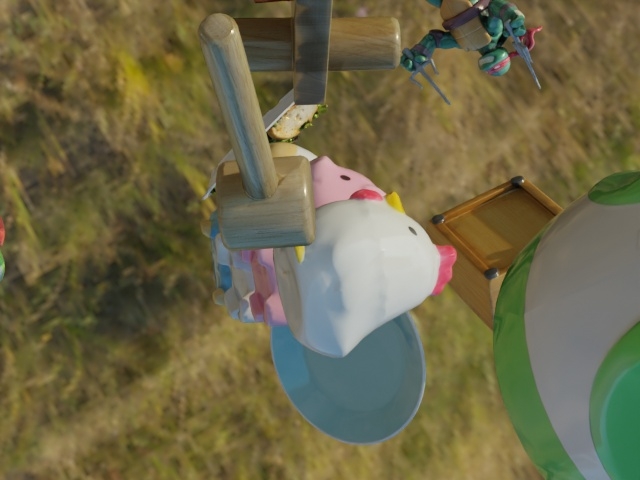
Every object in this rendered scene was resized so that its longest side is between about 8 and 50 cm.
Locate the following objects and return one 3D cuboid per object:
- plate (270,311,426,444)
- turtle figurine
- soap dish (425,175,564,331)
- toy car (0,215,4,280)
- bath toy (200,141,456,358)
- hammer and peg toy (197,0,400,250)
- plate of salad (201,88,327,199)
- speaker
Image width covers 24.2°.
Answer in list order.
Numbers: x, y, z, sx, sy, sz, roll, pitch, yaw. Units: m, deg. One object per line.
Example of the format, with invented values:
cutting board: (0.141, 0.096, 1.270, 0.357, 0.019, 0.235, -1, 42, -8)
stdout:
plate: (0.030, 0.111, 1.485, 0.024, 0.188, 0.188, -18, 155, -52)
turtle figurine: (0.169, -0.267, 1.811, 0.175, 0.234, 0.118, -29, -170, 33)
soap dish: (0.316, 0.018, 2.448, 0.229, 0.291, 0.118, -25, 121, -9)
toy car: (-0.434, -0.011, 1.910, 0.053, 0.225, 0.239, -8, 138, -9)
bath toy: (0.000, 0.000, 1.162, 0.129, 0.151, 0.348, -9, -172, -15)
hammer and peg toy: (-0.005, -0.187, 0.912, 0.127, 0.361, 0.266, -1, 167, -1)
plate of salad: (-0.059, -0.111, 1.705, 0.200, 0.048, 0.200, -46, -178, 3)
speaker: (0.185, 0.000, 0.400, 0.131, 0.131, 0.296, -12, 169, -40)
